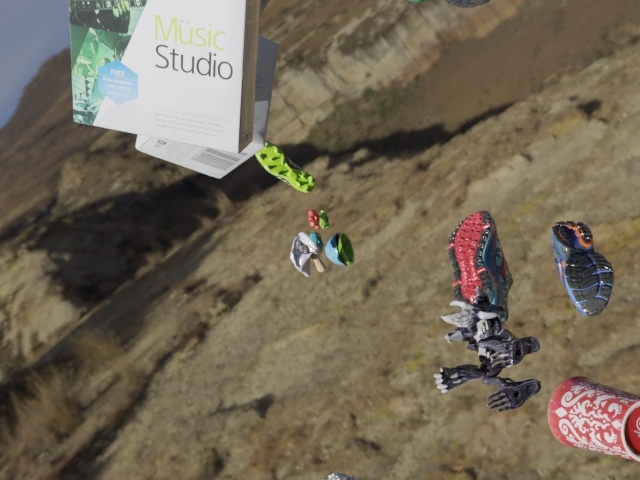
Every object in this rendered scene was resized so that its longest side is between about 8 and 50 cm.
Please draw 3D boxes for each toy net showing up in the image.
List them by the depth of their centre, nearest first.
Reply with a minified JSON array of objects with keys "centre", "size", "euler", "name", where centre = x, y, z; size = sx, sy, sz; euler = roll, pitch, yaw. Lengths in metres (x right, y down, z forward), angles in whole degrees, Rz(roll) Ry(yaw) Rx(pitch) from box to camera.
[{"centre":[0.000,0.000,1.648],"size":[0.045,0.122,0.232],"euler":[-15,0,20],"name":"toy net"}]

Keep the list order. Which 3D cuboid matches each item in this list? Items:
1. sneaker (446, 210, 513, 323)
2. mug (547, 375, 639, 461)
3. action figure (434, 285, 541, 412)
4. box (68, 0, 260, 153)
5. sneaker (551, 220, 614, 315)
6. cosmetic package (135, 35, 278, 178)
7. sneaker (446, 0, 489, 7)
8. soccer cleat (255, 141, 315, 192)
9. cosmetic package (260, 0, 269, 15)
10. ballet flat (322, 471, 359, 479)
[{"centre":[0.326,0.062,1.786],"size":[0.104,0.125,0.261],"euler":[-22,45,34],"name":"sneaker"},{"centre":[0.453,0.266,1.343],"size":[0.150,0.113,0.169],"euler":[-14,3,-18],"name":"mug"},{"centre":[0.259,0.173,1.467],"size":[0.141,0.164,0.275],"euler":[-4,11,-8],"name":"action figure"},{"centre":[-0.189,-0.279,1.071],"size":[0.233,0.321,0.058],"euler":[11,26,12],"name":"box"},{"centre":[0.448,0.057,1.522],"size":[0.083,0.087,0.221],"euler":[-4,36,8],"name":"sneaker"},{"centre":[-0.171,-0.219,1.354],"size":[0.151,0.152,0.183],"euler":[-27,51,53],"name":"cosmetic package"},{"centre":[0.247,-0.505,1.494],"size":[0.086,0.237,0.085],"euler":[1,-4,-19],"name":"sneaker"},{"centre":[-0.088,-0.165,2.017],"size":[0.060,0.179,0.072],"euler":[-57,28,-7],"name":"soccer cleat"},{"centre":[-0.178,-0.412,1.301],"size":[0.099,0.239,0.060],"euler":[28,86,37],"name":"cosmetic package"},{"centre":[0.040,0.444,1.235],"size":[0.091,0.240,0.077],"euler":[1,-19,-29],"name":"ballet flat"}]
